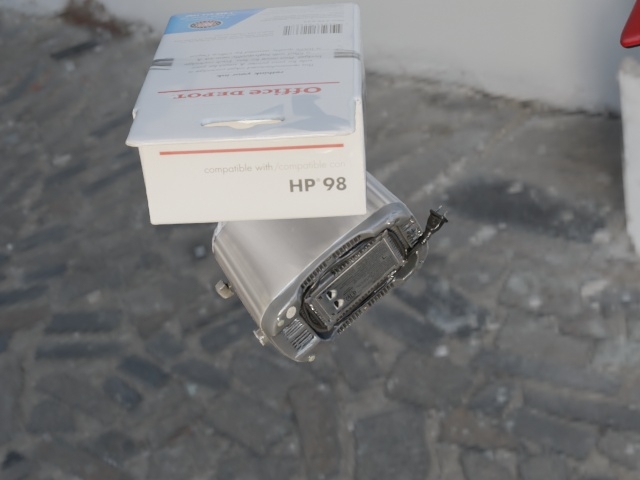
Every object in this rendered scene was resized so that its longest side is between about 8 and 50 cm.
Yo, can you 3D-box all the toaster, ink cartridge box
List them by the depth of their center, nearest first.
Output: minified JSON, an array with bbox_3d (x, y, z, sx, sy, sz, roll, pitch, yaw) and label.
[{"bbox_3d":[-0.030,-0.058,0.666,0.104,0.060,0.180,-3,27,3],"label":"ink cartridge box"},{"bbox_3d":[0.000,0.000,1.386,0.227,0.129,0.146,-41,56,-2],"label":"toaster"}]

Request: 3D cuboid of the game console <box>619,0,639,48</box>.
[{"bbox_3d":[0.277,-0.169,0.860,0.124,0.085,0.144,-2,1,-26],"label":"game console"}]
